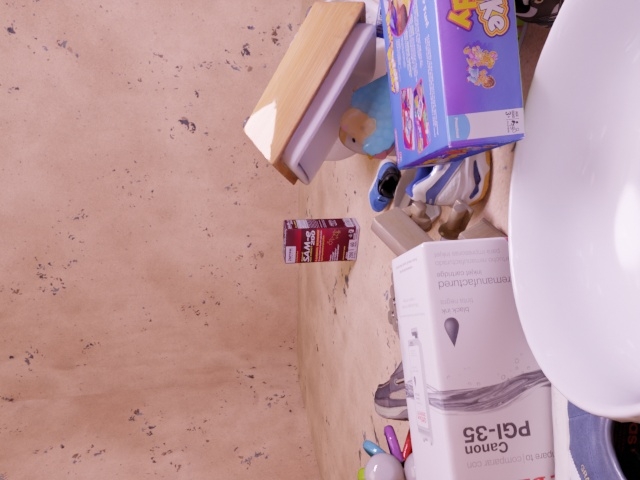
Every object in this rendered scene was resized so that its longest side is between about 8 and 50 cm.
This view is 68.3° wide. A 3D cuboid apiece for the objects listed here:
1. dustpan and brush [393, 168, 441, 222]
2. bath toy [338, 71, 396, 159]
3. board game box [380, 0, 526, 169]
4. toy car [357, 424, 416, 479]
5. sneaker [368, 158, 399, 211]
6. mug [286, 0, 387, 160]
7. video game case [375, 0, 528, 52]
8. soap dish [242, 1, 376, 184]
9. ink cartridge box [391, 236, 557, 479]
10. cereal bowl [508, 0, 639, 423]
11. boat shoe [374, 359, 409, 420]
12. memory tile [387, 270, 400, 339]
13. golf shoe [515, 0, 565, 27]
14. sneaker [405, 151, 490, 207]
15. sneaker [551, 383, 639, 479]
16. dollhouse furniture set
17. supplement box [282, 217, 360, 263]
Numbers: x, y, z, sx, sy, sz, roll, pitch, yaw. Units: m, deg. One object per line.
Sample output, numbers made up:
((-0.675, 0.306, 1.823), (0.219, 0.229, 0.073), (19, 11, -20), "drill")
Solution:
((0.183, -0.067, 1.031), (0.211, 0.060, 0.147), (108, 157, -61), "dustpan and brush")
((0.124, -0.221, 0.946), (0.129, 0.151, 0.348), (66, -166, -1), "bath toy")
((0.135, -0.270, 0.554), (0.233, 0.078, 0.347), (-131, 34, -85), "board game box")
((0.162, 0.440, 0.946), (0.159, 0.182, 0.136), (77, -173, -55), "toy car")
((0.157, -0.117, 1.164), (0.084, 0.058, 0.152), (-92, 13, -50), "sneaker")
((0.010, -0.370, 1.112), (0.276, 0.374, 0.328), (49, 152, 9), "mug")
((0.190, -0.396, 0.663), (0.269, 0.061, 0.244), (43, 133, 48), "video game case")
((-0.014, -0.252, 0.844), (0.291, 0.118, 0.229), (-60, -6, 1), "soap dish")
((0.209, 0.144, 0.539), (0.117, 0.207, 0.283), (125, 141, -76), "ink cartridge box")
((0.256, -0.047, 0.326), (0.339, 0.141, 0.339), (4, -90, -86), "cereal bowl")
((0.204, 0.273, 0.879), (0.355, 0.132, 0.130), (141, 136, -66), "boat shoe")
((0.193, 0.159, 1.160), (0.113, 0.012, 0.148), (-119, 29, -67), "memory tile")
((0.261, -0.268, 0.486), (0.198, 0.094, 0.077), (-157, 66, -77), "golf shoe")
((0.195, -0.201, 0.756), (0.112, 0.131, 0.296), (163, 106, -81), "sneaker")
((0.280, 0.256, 0.385), (0.148, 0.131, 0.350), (117, 150, -78), "sneaker")
((0.172, 0.024, 0.734), (0.144, 0.151, 0.123), (49, 149, 30), "dollhouse furniture set")
((0.000, 0.000, 1.537), (0.073, 0.239, 0.130), (-110, 20, -58), "supplement box")
